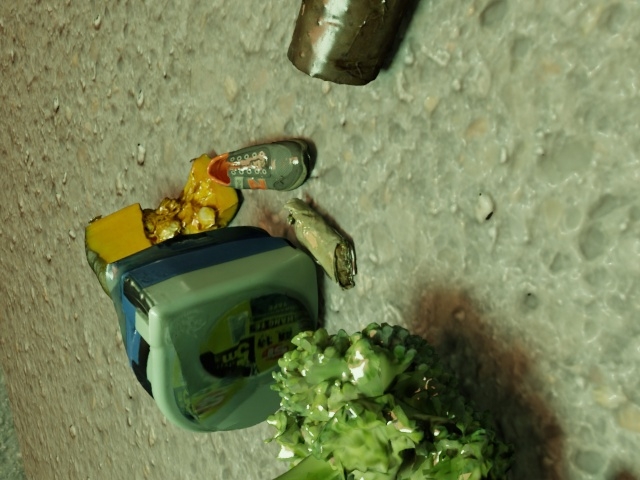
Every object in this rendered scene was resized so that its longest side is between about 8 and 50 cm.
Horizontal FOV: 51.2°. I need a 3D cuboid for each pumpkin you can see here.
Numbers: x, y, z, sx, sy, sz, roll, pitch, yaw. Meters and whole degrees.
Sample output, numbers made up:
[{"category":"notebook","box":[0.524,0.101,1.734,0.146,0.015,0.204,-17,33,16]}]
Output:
[{"category":"pumpkin","box":[-0.279,-0.013,1.124,0.139,0.190,0.280,58,134,28]}]

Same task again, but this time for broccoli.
[{"category":"broccoli","box":[0.049,0.259,0.716,0.338,0.317,0.277,-36,58,21]}]

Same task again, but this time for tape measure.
[{"category":"tape measure","box":[-0.132,0.128,0.910,0.138,0.259,0.262,27,124,48]}]

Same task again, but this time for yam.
[{"category":"yam","box":[0.056,-0.309,0.722,0.131,0.131,0.280,47,132,35]}]

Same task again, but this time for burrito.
[{"category":"burrito","box":[0.000,0.000,0.904,0.149,0.041,0.055,50,144,29]}]

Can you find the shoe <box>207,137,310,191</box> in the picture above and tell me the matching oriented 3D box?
[{"category":"shoe","box":[-0.093,-0.105,0.970,0.194,0.077,0.074,0,95,51]}]
